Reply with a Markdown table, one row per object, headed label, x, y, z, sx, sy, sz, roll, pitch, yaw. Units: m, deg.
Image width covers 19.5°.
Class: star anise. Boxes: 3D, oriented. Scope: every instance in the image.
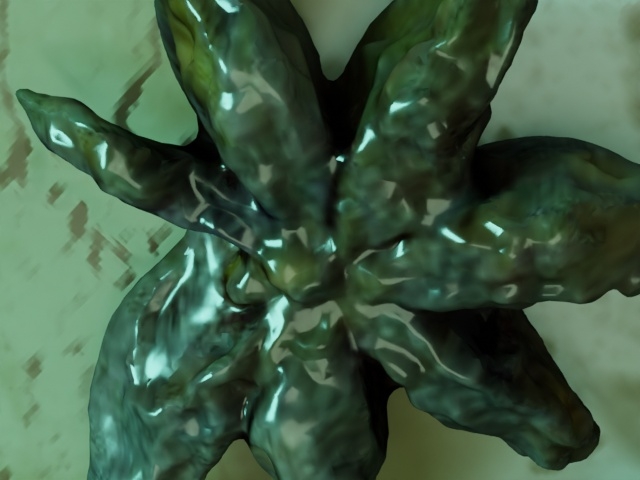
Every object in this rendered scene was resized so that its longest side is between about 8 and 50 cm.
| label | x | y | z | sx | sy | sz | roll | pitch | yaw |
| --- | --- | --- | --- | --- | --- | --- | --- | --- | --- |
| star anise | 0.016 | 0.003 | 0.546 | 0.196 | 0.073 | 0.212 | -6 | 110 | 2 |
